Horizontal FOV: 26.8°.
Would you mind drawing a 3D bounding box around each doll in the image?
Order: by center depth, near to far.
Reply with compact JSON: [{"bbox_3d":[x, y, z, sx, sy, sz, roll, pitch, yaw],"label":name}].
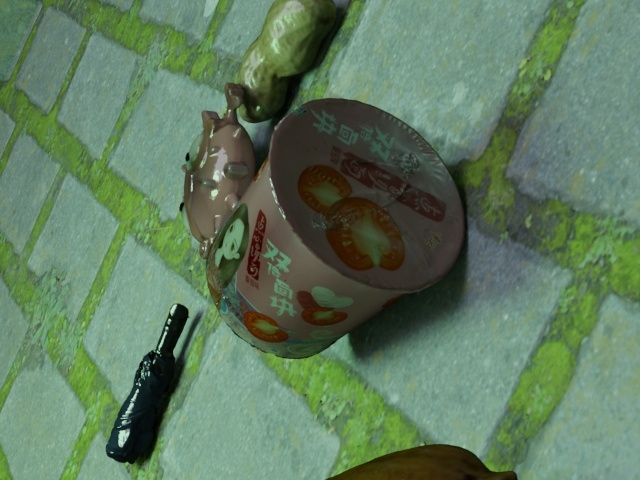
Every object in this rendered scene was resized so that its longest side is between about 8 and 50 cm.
[{"bbox_3d":[-0.148,-0.101,1.966,0.211,0.093,0.262,-137,56,-60],"label":"doll"}]

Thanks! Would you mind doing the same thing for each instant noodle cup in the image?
[{"bbox_3d":[0.000,0.000,1.506,0.231,0.243,0.243,-45,34,47],"label":"instant noodle cup"}]

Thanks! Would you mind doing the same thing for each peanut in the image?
[{"bbox_3d":[-0.058,-0.271,1.958,0.228,0.086,0.104,-54,49,26],"label":"peanut"}]

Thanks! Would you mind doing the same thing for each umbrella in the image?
[{"bbox_3d":[-0.244,0.212,1.972,0.071,0.071,0.248,15,80,63],"label":"umbrella"}]

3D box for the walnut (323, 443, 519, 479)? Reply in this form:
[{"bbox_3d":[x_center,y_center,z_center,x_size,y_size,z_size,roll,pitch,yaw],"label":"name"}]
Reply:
[{"bbox_3d":[0.067,0.289,1.197,0.336,0.209,0.209,-42,37,38],"label":"walnut"}]
